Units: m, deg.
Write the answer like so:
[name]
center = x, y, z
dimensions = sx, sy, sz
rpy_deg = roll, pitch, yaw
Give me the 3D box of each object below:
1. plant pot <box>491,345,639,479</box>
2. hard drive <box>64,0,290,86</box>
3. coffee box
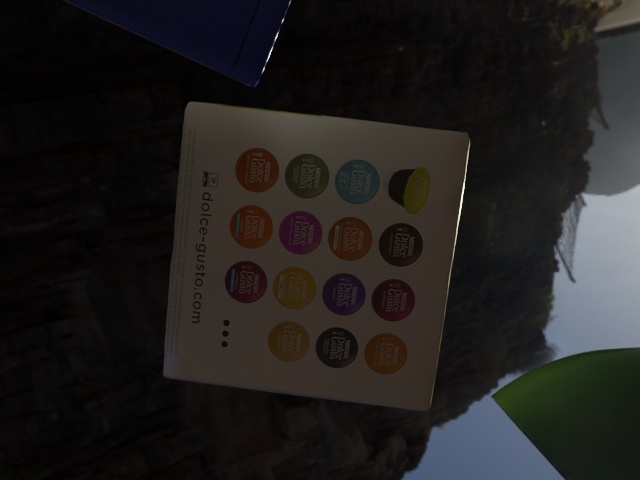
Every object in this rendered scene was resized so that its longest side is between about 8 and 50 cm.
[plant pot]
center = 0.385, 0.244, 0.670
dimensions = 0.195, 0.290, 0.290
rpy_deg = -42, -165, 2
[hard drive]
center = -0.156, -0.290, 0.452
dimensions = 0.319, 0.210, 0.040
rpy_deg = 17, -169, -34
[coffee box]
center = 0.000, 0.000, 0.796
dimensions = 0.334, 0.337, 0.338
rpy_deg = 7, -172, 2
